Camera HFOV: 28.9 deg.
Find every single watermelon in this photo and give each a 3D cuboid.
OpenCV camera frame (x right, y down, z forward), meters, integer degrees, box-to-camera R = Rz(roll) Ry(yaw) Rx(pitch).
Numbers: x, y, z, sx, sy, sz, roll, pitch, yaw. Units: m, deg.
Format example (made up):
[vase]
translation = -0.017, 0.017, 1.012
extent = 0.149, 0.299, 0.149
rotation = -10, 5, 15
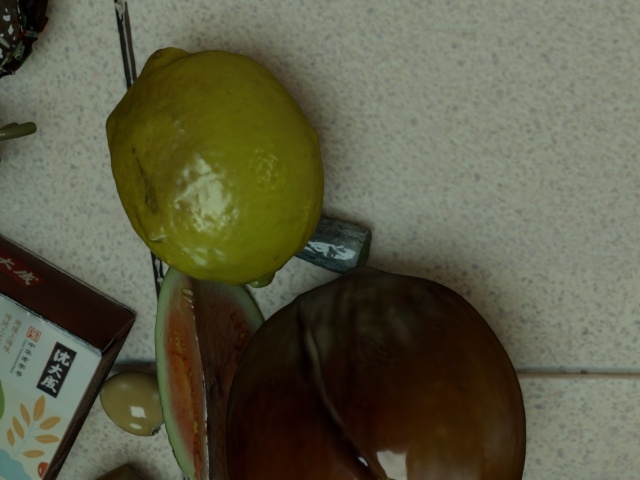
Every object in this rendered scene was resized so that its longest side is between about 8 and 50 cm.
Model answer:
[watermelon]
translation = -0.149, 0.169, 1.507
extent = 0.128, 0.159, 0.304
rotation = -6, 89, 27

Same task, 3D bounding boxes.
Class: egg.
[egg]
translation = -0.233, 0.204, 1.577
extent = 0.096, 0.080, 0.080
rotation = 32, 114, 3

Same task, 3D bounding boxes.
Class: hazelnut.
[hazelnut]
translation = 0.062, 0.214, 1.395
extent = 0.372, 0.315, 0.372
rotation = -2, 84, 22

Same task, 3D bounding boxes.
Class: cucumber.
[cucumber]
translation = 0.002, 0.001, 1.460
extent = 0.112, 0.064, 0.064
rotation = 19, 113, 9

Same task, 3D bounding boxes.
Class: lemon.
[lemon]
translation = -0.114, -0.082, 1.362
extent = 0.233, 0.233, 0.288
rotation = -30, 83, 21

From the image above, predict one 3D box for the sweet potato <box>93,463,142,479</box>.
[sweet potato]
translation = -0.190, 0.433, 1.629
extent = 0.337, 0.131, 0.131
rotation = 45, 113, -5

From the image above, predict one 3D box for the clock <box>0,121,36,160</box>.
[clock]
translation = -0.492, -0.088, 1.454
extent = 0.308, 0.235, 0.096
rotation = -5, 115, 12

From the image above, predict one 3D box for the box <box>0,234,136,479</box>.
[box]
translation = -0.475, 0.181, 1.604
extent = 0.344, 0.122, 0.385
rotation = 30, 113, 2

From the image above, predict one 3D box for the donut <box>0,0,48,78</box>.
[donut]
translation = -0.431, -0.301, 1.431
extent = 0.269, 0.103, 0.270
rotation = 4, 112, 10
